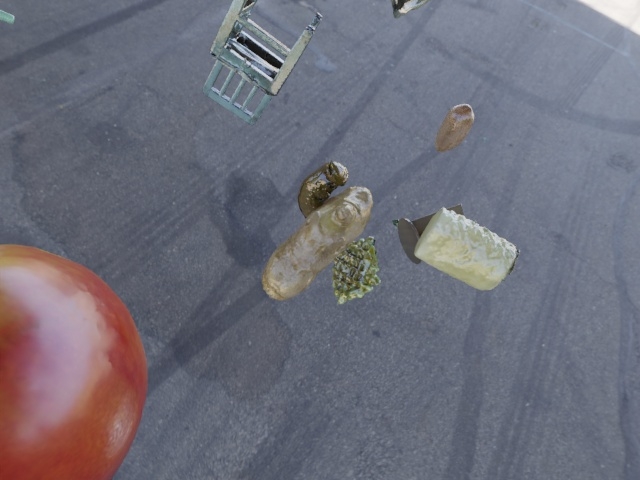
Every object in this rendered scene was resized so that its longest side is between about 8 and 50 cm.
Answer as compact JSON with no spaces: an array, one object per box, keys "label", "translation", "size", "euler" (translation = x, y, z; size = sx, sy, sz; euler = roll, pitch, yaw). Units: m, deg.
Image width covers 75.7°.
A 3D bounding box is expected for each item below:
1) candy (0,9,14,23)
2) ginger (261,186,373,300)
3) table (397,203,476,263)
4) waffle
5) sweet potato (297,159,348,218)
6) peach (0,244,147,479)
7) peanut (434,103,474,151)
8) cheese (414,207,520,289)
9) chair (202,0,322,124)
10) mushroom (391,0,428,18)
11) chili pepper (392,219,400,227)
[{"label":"candy","translation":[-0.483,-0.293,0.413],"size":[0.288,0.078,0.084],"euler":[7,64,-47]},{"label":"ginger","translation":[0.000,0.000,0.979],"size":[0.126,0.190,0.354],"euler":[43,83,-3]},{"label":"table","translation":[0.408,-0.032,1.430],"size":[0.227,0.167,0.167],"euler":[-18,60,-9]},{"label":"waffle","translation":[0.110,0.098,1.417],"size":[0.054,0.204,0.223],"euler":[24,48,-35]},{"label":"sweet potato","translation":[0.002,-0.115,1.085],"size":[0.124,0.310,0.098],"euler":[12,58,5]},{"label":"peach","translation":[-0.394,0.197,0.481],"size":[0.389,0.388,0.388],"euler":[7,53,-10]},{"label":"peanut","translation":[0.358,-0.297,1.106],"size":[0.076,0.152,0.076],"euler":[10,51,-12]},{"label":"cheese","translation":[0.280,0.020,0.808],"size":[0.167,0.123,0.093],"euler":[29,50,2]},{"label":"chair","translation":[-0.129,-0.325,0.763],"size":[0.136,0.270,0.147],"euler":[32,35,-17]},{"label":"mushroom","translation":[0.041,-0.295,0.258],"size":[0.352,0.352,0.260],"euler":[-45,111,-35]},{"label":"chili pepper","translation":[0.366,-0.041,1.639],"size":[0.122,0.065,0.279],"euler":[-4,12,2]}]
